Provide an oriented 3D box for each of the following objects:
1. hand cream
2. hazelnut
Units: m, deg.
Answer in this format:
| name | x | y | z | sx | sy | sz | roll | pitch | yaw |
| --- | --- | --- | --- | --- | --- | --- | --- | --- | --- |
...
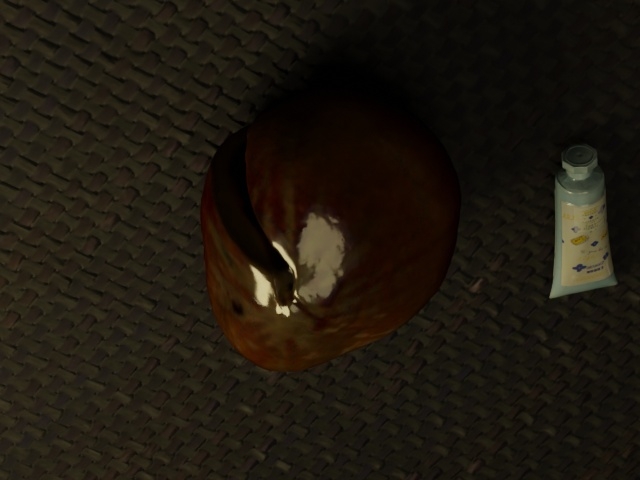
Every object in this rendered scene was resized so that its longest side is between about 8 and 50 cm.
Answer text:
| name | x | y | z | sx | sy | sz | roll | pitch | yaw |
| --- | --- | --- | --- | --- | --- | --- | --- | --- | --- |
| hand cream | 0.232 | -0.013 | 1.714 | 0.065 | 0.043 | 0.171 | -10 | 133 | -1 |
| hazelnut | 0.000 | 0.000 | 1.581 | 0.217 | 0.217 | 0.251 | 17 | 133 | -22 |
